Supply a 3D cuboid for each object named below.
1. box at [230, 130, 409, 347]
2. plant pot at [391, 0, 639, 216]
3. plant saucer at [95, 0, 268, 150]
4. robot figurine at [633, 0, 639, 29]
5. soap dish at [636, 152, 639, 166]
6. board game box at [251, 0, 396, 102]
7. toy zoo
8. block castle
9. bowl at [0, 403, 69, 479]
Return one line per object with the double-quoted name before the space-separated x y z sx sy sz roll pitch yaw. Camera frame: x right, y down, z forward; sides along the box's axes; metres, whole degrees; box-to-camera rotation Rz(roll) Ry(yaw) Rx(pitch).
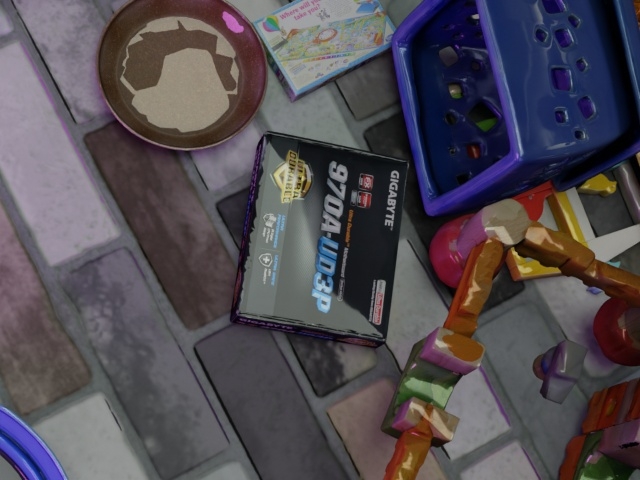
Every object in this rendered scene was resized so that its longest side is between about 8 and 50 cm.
"box" 0.000 0.000 1.629 0.175 0.051 0.220 12 74 -10
"plant pot" 0.234 -0.170 1.605 0.212 0.236 0.236 -6 78 -21
"plant saucer" -0.160 -0.194 1.649 0.198 0.036 0.199 3 76 -12
"robot figurine" 0.451 -0.284 1.732 0.291 0.085 0.211 27 85 -34
"soap dish" 0.504 -0.056 1.706 0.228 0.118 0.291 -17 81 -3
"board game box" 0.006 -0.244 1.705 0.154 0.026 0.103 -29 84 -18
"toy zoo" 0.283 -0.075 1.724 0.192 0.030 0.293 -17 80 -16
"block castle" 0.206 0.211 1.542 0.303 0.213 0.453 24 72 -4
"bowl" -0.428 0.331 1.428 0.391 0.077 0.391 3 74 -11
